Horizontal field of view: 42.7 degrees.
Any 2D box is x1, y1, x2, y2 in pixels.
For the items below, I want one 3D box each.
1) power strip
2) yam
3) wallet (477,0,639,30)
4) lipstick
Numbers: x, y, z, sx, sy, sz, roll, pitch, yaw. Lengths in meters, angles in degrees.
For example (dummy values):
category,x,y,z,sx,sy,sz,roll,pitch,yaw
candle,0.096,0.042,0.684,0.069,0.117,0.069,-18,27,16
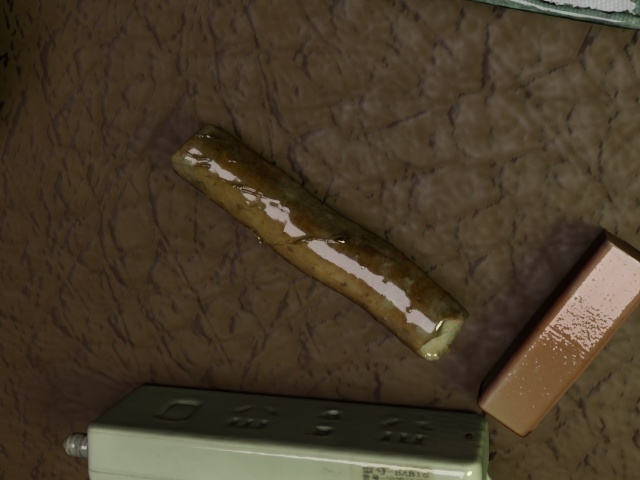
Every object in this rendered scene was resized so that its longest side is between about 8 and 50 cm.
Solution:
category,x,y,z,sx,sy,sz,roll,pitch,yaw
power strip,-0.033,0.156,0.602,0.338,0.098,0.058,1,102,14
yam,0.000,0.000,0.582,0.241,0.057,0.057,37,109,4
wallet,0.136,-0.306,0.460,0.237,0.075,0.342,14,109,15
lipstick,0.167,0.064,0.557,0.045,0.045,0.145,36,109,7
